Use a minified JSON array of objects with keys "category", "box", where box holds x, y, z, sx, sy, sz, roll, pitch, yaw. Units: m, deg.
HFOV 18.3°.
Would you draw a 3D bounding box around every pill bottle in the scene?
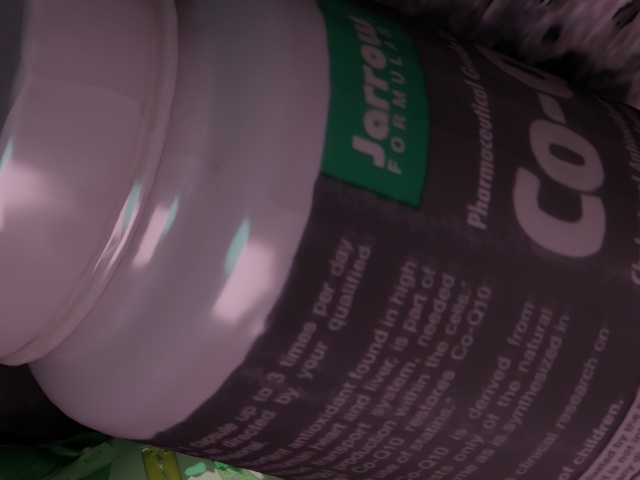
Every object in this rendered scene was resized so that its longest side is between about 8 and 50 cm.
[{"category":"pill bottle","box":[0.000,0.000,0.833,0.361,0.204,0.204,18,121,-31]}]

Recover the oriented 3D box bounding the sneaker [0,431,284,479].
[{"category":"sneaker","box":[-0.079,0.121,0.993,0.295,0.109,0.124,8,102,-23]}]
